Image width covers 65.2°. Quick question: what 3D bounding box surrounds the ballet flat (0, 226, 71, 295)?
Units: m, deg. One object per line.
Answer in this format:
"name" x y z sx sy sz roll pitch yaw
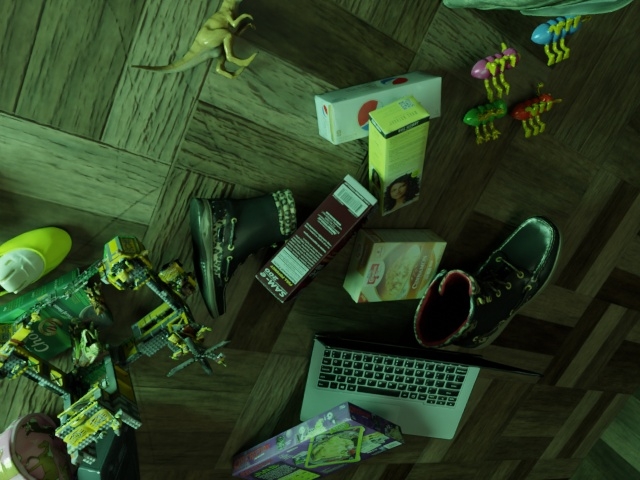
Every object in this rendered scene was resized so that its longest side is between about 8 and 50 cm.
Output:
"ballet flat" -0.475 0.058 0.728 0.231 0.077 0.077 -26 125 -13

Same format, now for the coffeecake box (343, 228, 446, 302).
"coffeecake box" 0.157 0.051 1.063 0.186 0.068 0.142 0 118 -27

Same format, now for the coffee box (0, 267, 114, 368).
"coffee box" -0.447 0.135 0.808 0.184 0.040 0.113 -28 126 -12

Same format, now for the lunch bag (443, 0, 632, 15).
"lunch bag" 0.382 -0.449 0.797 0.287 0.235 0.168 -10 115 -22

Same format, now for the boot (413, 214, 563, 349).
"boot" 0.377 0.098 1.125 0.284 0.138 0.377 9 120 -50

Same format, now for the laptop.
"laptop" 0.165 0.328 1.030 0.382 0.236 0.407 9 116 -3

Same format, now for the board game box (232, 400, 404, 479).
"board game box" -0.009 0.480 1.146 0.347 0.056 0.208 -33 135 23

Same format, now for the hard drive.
"hard drive" -0.391 0.449 0.940 0.054 0.172 0.254 4 119 -4

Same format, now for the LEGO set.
"LEGO set" -0.321 0.173 0.749 0.331 0.192 0.254 -31 129 -11

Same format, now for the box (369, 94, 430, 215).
"box" 0.135 -0.142 0.894 0.087 0.058 0.232 -26 149 -9

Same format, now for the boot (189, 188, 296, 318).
"boot" -0.131 0.023 0.887 0.179 0.085 0.236 -13 123 -25

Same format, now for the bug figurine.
"bug figurine" 0.380 -0.303 0.949 0.216 0.072 0.279 -21 149 -4

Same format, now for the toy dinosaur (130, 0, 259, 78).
"toy dinosaur" -0.158 -0.283 0.727 0.112 0.064 0.211 41 84 -20

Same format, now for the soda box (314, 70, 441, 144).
"soda box" 0.103 -0.235 0.875 0.216 0.069 0.073 -18 123 -17

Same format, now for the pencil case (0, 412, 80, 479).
"pencil case" -0.604 0.467 0.838 0.386 0.160 0.167 -38 131 -5

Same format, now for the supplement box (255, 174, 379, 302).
"supplement box" 0.000 0.000 0.908 0.073 0.130 0.239 44 94 7
